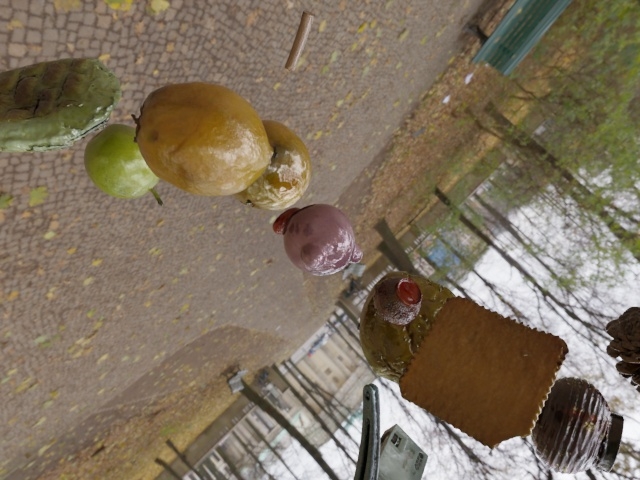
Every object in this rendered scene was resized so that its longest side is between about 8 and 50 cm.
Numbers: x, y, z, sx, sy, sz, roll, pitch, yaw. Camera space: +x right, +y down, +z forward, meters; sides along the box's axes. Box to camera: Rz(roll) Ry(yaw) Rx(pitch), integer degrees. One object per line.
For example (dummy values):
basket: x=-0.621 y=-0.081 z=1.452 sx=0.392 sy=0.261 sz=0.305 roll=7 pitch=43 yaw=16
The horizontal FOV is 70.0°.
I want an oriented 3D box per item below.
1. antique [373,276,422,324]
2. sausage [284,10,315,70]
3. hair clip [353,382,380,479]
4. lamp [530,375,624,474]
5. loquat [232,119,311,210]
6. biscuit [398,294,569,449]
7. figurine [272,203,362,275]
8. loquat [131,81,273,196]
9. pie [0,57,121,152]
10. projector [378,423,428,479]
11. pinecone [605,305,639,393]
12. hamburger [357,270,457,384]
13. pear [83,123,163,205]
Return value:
antique: x=0.155 y=0.123 z=0.930 sx=0.104 sy=0.104 sz=0.104 roll=-43 pitch=170 yaw=-9
sausage: x=-0.043 y=-0.394 z=0.909 sx=0.026 sy=0.026 sz=0.116 roll=-31 pitch=152 yaw=-54
hair clip: x=0.050 y=0.342 z=0.639 sx=0.048 sy=0.083 sz=0.275 roll=-19 pitch=-132 yaw=52
lamp: x=0.612 y=0.456 z=1.140 sx=0.247 sy=0.247 sz=0.247 roll=-43 pitch=170 yaw=-9
loquat: x=-0.154 y=-0.210 z=1.312 sx=0.263 sy=0.263 sz=0.263 roll=-43 pitch=170 yaw=-9
biscuit: x=0.286 y=0.228 z=0.817 sx=0.237 sy=0.232 sz=0.013 roll=-53 pitch=145 yaw=-21
figurine: x=0.000 y=0.000 z=1.047 sx=0.173 sy=0.173 sz=0.173 roll=-43 pitch=170 yaw=-9
loquat: x=-0.192 y=-0.166 z=0.742 sx=0.187 sy=0.234 sz=0.176 roll=-100 pitch=-152 yaw=-74
pie: x=-0.535 y=-0.269 z=0.883 sx=0.306 sy=0.306 sz=0.071 roll=-39 pitch=149 yaw=-27
projector: x=0.177 y=0.527 z=1.072 sx=0.061 sy=0.115 sz=0.147 roll=-47 pitch=175 yaw=35
pinecone: x=0.920 y=0.310 z=1.238 sx=0.244 sy=0.309 sz=0.244 roll=-26 pitch=-166 yaw=7
hamburger: x=0.224 y=0.207 z=1.080 sx=0.134 sy=0.265 sz=0.285 roll=95 pitch=14 yaw=-62
pear: x=-0.452 y=-0.171 z=1.096 sx=0.166 sy=0.216 sz=0.180 roll=-49 pitch=-153 yaw=-9
